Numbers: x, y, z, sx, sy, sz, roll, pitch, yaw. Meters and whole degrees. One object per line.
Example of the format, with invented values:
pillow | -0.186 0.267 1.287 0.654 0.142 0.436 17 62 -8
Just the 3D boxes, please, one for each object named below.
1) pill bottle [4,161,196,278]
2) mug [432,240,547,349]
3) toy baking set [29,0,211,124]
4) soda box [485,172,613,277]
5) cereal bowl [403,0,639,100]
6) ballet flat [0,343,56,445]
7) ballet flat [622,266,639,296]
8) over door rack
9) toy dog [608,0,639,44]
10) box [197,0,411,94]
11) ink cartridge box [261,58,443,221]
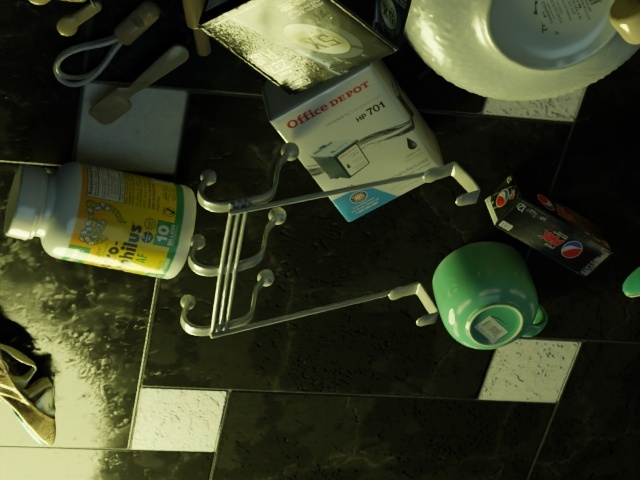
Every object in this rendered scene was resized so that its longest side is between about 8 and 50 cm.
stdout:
pill bottle | -0.263 -0.028 1.831 0.208 0.117 0.117 12 126 -19
mug | 0.233 0.079 2.022 0.158 0.097 0.129 -2 129 -8
toy baking set | -0.217 -0.250 1.719 0.197 0.030 0.256 -11 130 3
soda box | 0.294 -0.018 1.977 0.169 0.060 0.053 29 118 -28
cereal bowl | 0.242 -0.290 1.695 0.339 0.141 0.339 -4 129 -5
ballet flat | -0.392 0.195 2.026 0.067 0.073 0.206 -35 131 0
ballet flat | 0.459 0.040 2.071 0.041 0.041 0.114 29 120 -29
over door rack | 0.000 0.000 1.830 0.324 0.108 0.239 -3 138 -14
toy dog | 0.386 -0.360 1.550 0.220 0.161 0.334 26 81 -30
box | -0.018 -0.248 1.671 0.147 0.077 0.180 34 147 -32
ink cartridge box | 0.039 -0.133 1.824 0.139 0.082 0.191 -28 130 14
